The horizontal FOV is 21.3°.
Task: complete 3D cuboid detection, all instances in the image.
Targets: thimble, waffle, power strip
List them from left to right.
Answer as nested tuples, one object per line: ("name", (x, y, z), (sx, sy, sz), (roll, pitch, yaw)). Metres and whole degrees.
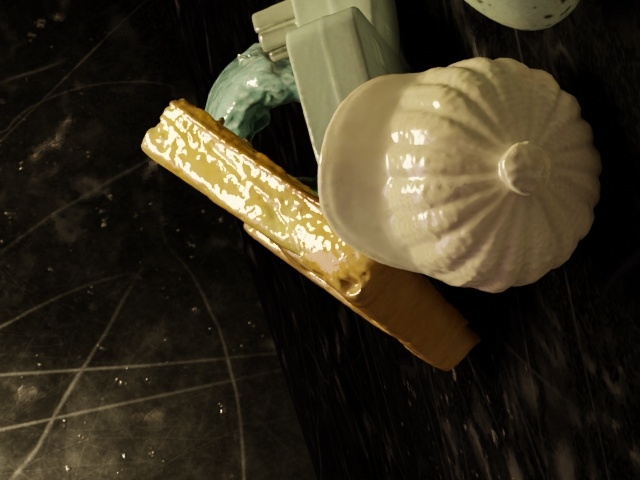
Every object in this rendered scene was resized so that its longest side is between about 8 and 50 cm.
("thimble", (-0.032, -0.121, 1.965), (0.235, 0.198, 0.143), (61, 180, -22))
("waffle", (0.001, 0.000, 1.700), (0.304, 0.077, 0.348), (37, 178, 26))
("power strip", (0.019, -0.146, 1.665), (0.229, 0.141, 0.261), (40, -146, -66))

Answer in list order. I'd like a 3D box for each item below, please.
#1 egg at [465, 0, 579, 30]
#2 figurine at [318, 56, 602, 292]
("egg", (0.129, -0.220, 1.166), (0.131, 0.131, 0.164), (-120, 10, -54))
("figurine", (0.136, -0.056, 1.380), (0.332, 0.204, 0.185), (-15, -92, -72))
